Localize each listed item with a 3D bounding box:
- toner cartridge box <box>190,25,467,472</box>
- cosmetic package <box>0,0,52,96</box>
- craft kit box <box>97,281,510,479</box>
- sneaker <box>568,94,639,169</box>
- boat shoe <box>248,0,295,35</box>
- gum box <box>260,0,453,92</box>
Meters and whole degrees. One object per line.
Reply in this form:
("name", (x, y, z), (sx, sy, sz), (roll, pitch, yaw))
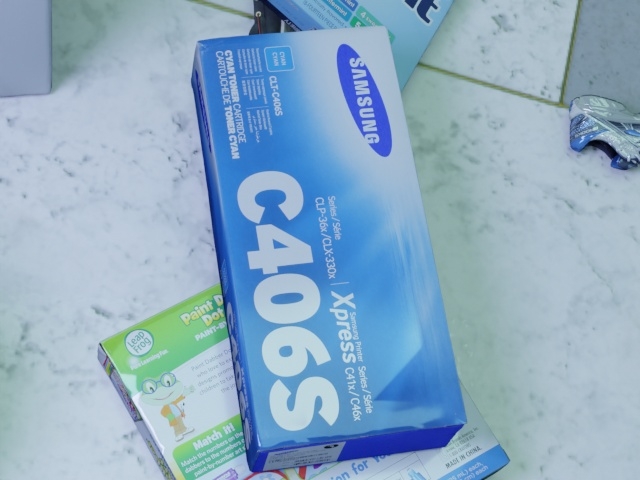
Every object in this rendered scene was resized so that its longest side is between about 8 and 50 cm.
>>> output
("toner cartridge box", (0.000, 0.000, 1.149), (0.165, 0.075, 0.348), (-6, 70, -12))
("cosmetic package", (-0.292, -0.282, 1.099), (0.156, 0.385, 0.217), (-6, 69, -14))
("craft kit box", (-0.015, 0.138, 1.161), (0.250, 0.061, 0.247), (-26, 78, -18))
("sneaker", (0.290, -0.088, 1.309), (0.135, 0.052, 0.058), (13, 77, 3))
("boat shoe", (-0.041, -0.179, 1.288), (0.042, 0.049, 0.133), (-5, 76, 25))
("gum box", (0.047, -0.245, 1.296), (0.157, 0.041, 0.184), (39, 65, -20))
